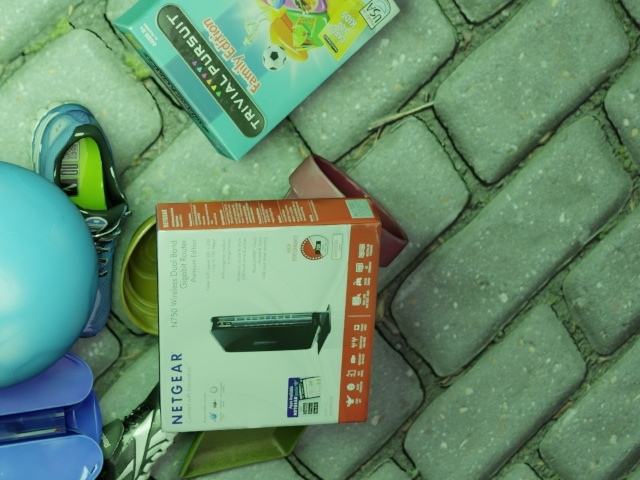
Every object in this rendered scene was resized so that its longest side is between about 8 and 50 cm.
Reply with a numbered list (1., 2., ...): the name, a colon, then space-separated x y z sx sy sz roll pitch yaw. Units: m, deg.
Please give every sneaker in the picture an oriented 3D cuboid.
1. sneaker: -0.281 0.294 1.938 0.106 0.078 0.234 26 94 -33
2. sneaker: -0.334 -0.018 1.782 0.130 0.147 0.330 -10 109 -24

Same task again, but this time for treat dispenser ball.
1. treat dispenser ball: -0.419 0.043 1.615 0.288 0.288 0.288 -8 108 -25

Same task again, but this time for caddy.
1. caddy: -0.457 0.264 1.787 0.341 0.179 0.241 -5 84 -25

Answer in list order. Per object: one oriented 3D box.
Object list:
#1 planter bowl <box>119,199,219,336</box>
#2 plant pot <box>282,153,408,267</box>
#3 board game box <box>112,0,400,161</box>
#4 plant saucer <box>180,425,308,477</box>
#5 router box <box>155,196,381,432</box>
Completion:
1. planter bowl: -0.209 0.024 1.878 0.217 0.090 0.217 -19 125 -28
2. plant pot: 0.000 0.000 1.943 0.201 0.201 0.180 36 103 -30
3. board game box: -0.084 -0.319 1.862 0.336 0.079 0.254 -44 119 -10
4. plant saucer: -0.114 0.290 1.996 0.188 0.045 0.188 -8 150 -25
5. router box: -0.078 0.107 1.829 0.301 0.082 0.335 -3 120 -9
